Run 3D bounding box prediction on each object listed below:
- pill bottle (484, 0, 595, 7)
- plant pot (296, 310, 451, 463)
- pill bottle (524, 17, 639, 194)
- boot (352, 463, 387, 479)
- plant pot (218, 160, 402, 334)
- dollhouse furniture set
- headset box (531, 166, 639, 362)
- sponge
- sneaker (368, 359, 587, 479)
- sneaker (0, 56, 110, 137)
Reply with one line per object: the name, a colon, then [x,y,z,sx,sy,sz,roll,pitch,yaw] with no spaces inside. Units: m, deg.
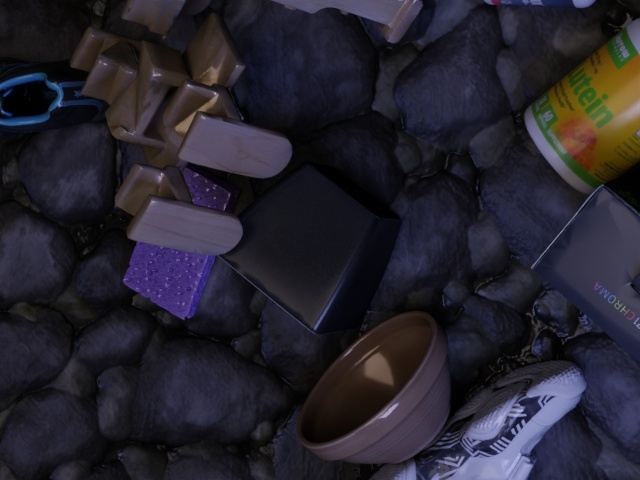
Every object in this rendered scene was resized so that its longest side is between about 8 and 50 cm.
pill bottle: [0.289,-0.336,1.650,0.180,0.108,0.108,6,101,24]
plant pot: [0.091,0.213,1.782,0.237,0.237,0.110,-36,108,25]
pill bottle: [0.376,-0.177,1.619,0.246,0.136,0.136,-40,81,24]
boot: [0.099,0.313,1.875,0.121,0.045,0.099,-11,92,32]
plant pot: [0.000,0.000,1.806,0.187,0.188,0.167,39,100,15]
dollhouse furniture set: [-0.099,-0.233,1.758,0.394,0.256,0.362,-55,41,29]
headset box: [0.400,0.046,1.562,0.246,0.283,0.131,43,113,14]
sponge: [-0.202,-0.004,1.971,0.117,0.031,0.210,28,109,18]
sneaker: [0.230,0.322,1.772,0.366,0.137,0.210,-38,95,12]
sneaker: [-0.468,-0.212,2.001,0.341,0.140,0.125,-7,97,27]
